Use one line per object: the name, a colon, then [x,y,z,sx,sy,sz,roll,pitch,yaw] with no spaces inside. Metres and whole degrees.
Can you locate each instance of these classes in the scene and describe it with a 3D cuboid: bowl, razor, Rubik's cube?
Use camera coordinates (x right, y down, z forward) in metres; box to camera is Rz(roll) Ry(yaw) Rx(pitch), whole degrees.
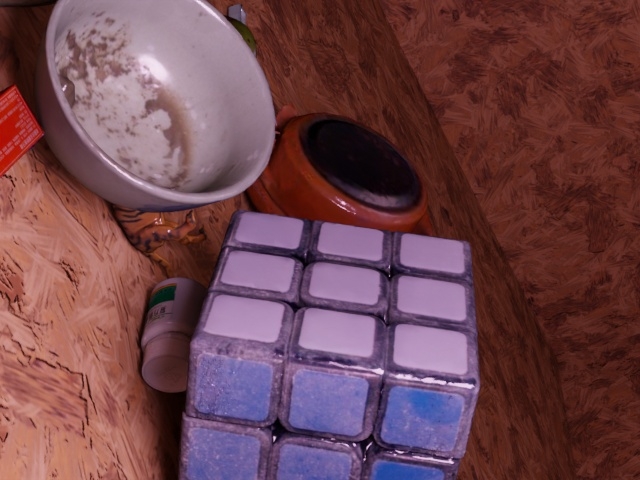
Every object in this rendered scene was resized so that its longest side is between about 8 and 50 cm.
bowl: [-0.205,-0.144,1.248,0.289,0.146,0.289,21,54,-31]
razor: [-0.144,-0.328,1.985,0.111,0.056,0.278,61,11,-46]
Rubik's cube: [0.008,0.173,1.282,0.303,0.301,0.305,-77,177,-62]

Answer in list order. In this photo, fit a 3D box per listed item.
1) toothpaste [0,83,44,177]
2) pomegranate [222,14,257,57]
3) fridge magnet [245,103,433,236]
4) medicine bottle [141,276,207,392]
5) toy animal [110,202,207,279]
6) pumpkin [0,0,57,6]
toothpaste: [-0.351,-0.054,1.015,0.066,0.076,0.320,62,19,-20]
pomegranate: [-0.161,-0.298,1.789,0.130,0.130,0.130,55,22,-36]
fridge magnet: [0.036,-0.085,1.876,0.364,0.155,0.363,23,34,-16]
medicine bottle: [-0.174,0.113,1.334,0.080,0.080,0.130,57,22,-34]
toy animal: [-0.210,-0.020,1.392,0.114,0.116,0.255,-108,-179,-55]
pumpkin: [-0.355,-0.431,1.277,0.332,0.199,0.332,-15,90,-78]
